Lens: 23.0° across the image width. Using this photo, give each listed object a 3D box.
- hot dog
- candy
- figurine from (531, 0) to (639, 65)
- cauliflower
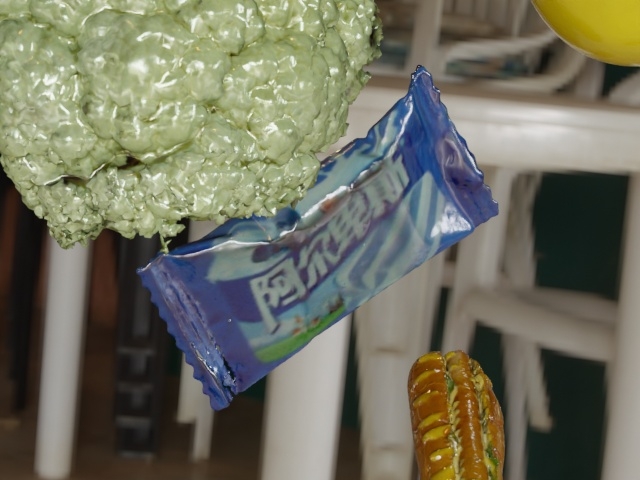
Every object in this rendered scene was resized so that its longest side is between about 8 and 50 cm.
[{"bbox_3d":[0.169,0.234,1.927,0.115,0.072,0.269,10,37,-15],"label":"hot dog"},{"bbox_3d":[0.000,0.000,1.437,0.331,0.187,0.077,-32,32,-6],"label":"candy"},{"bbox_3d":[0.246,-0.274,1.218,0.187,0.215,0.344,-2,30,13],"label":"figurine"},{"bbox_3d":[-0.101,-0.113,0.974,0.275,0.272,0.250,-26,-15,-31],"label":"cauliflower"}]
